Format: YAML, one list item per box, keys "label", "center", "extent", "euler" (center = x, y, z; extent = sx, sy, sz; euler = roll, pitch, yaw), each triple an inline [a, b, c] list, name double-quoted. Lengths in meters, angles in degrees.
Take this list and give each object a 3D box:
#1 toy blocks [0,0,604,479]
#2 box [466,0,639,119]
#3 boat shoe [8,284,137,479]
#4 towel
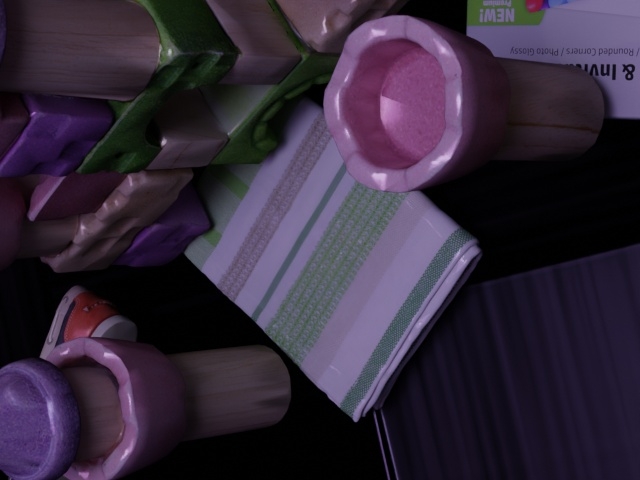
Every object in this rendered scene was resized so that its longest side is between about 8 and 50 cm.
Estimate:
- label: "toy blocks"
  center: [-0.105, -0.083, 0.670]
  extent: [0.288, 0.260, 0.309]
  euler: [-44, 64, 33]
- label: "box"
  center: [0.134, -0.145, 0.669]
  extent: [0.145, 0.038, 0.186]
  euler: [5, 97, 33]
- label: "boat shoe"
  center: [-0.143, 0.092, 0.863]
  extent: [0.043, 0.049, 0.137]
  euler: [33, 108, 31]
- label: "towel"
  center: [0.000, 0.000, 0.781]
  extent: [0.152, 0.023, 0.113]
  euler: [43, 113, 26]
